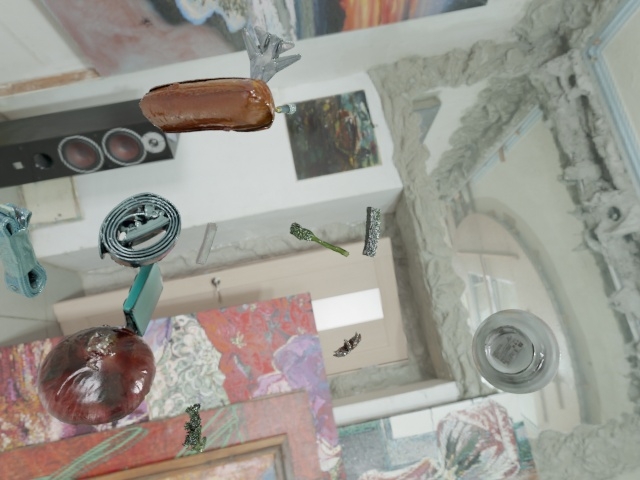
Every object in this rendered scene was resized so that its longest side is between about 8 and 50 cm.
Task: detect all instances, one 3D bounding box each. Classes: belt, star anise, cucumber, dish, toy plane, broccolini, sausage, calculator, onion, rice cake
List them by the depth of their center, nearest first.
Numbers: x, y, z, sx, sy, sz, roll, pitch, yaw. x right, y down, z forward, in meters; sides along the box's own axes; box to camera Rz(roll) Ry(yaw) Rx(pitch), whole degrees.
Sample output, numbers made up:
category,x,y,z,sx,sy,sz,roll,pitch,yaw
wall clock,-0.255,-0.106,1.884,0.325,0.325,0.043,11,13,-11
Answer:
category,x,y,z,sx,sy,sz,roll,pitch,yaw
sausage,-0.221,-0.263,0.877,0.102,0.330,0.102,-20,114,-55
belt,-0.745,0.026,1.123,0.087,0.072,0.302,-61,172,-47
broccolini,-0.364,0.555,1.348,0.271,0.062,0.123,99,2,-60
dish,0.582,0.335,1.395,0.085,0.260,0.260,22,50,-52
belt,-0.559,-0.026,1.409,0.206,0.267,0.116,48,-26,-2
onion,-0.708,0.405,1.460,0.347,0.348,0.285,-103,-155,-46
toy plane,-0.205,-0.600,1.608,0.088,0.212,0.267,-88,-157,-43
broccolini,0.004,-0.002,1.621,0.057,0.254,0.071,-24,-130,56
cucumber,0.189,-0.030,1.689,0.058,0.058,0.187,160,-65,-88
star anise,0.102,0.393,1.693,0.042,0.141,0.141,47,-13,19
calculator,-0.659,0.211,1.693,0.274,0.058,0.248,111,-8,-59
rice cake,-0.481,0.017,1.926,0.036,0.047,0.206,54,-52,50

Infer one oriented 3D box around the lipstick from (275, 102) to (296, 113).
category,x,y,z,sx,sy,sz,roll,pitch,yaw
lipstick,-0.124,-0.440,1.532,0.116,0.037,0.037,-37,120,-58
